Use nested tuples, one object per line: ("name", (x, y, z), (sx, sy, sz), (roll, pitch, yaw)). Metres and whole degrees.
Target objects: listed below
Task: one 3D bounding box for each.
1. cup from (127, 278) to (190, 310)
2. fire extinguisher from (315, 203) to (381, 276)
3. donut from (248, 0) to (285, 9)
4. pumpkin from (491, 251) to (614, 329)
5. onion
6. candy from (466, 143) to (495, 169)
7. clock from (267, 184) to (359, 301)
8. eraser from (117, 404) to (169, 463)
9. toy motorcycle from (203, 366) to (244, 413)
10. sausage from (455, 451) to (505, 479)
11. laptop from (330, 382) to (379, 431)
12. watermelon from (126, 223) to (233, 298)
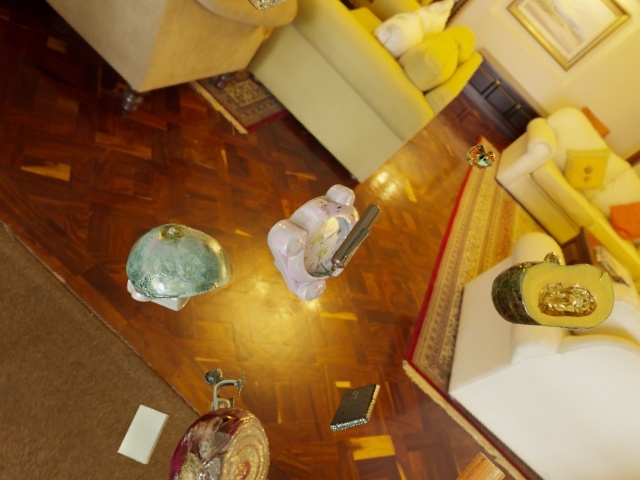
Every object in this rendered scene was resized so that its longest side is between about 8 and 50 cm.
("cup", (-0.605, 0.179, 1.664), (0.202, 0.167, 0.221), (24, 48, 3))
("fire extinguisher", (0.061, 0.002, 0.791), (0.173, 0.049, 0.035), (-54, 132, -23))
("donut", (-0.126, -0.563, 0.873), (0.126, 0.187, 0.144), (-38, 65, -12))
("pumpkin", (0.659, 0.137, 1.259), (0.316, 0.139, 0.222), (5, 81, -4))
("onion", (-0.314, 0.670, 1.327), (0.281, 0.260, 0.337), (10, 78, -59))
("candy", (0.300, -0.147, 0.809), (0.055, 0.049, 0.185), (14, 19, 10))
("clock", (0.000, 0.000, 1.398), (0.322, 0.296, 0.113), (-41, 46, -23))
("eraser", (-0.560, 0.611, 1.400), (0.103, 0.023, 0.150), (15, 66, 14))
("toy motorcycle", (-0.358, 0.602, 1.666), (0.157, 0.091, 0.263), (-2, 58, -14))
("sausage", (0.317, 0.597, 1.009), (0.071, 0.234, 0.071), (44, -7, 7))
("laptop", (0.127, 0.594, 1.592), (0.026, 0.153, 0.207), (61, 26, -8))
("watermelon", (-0.438, 0.057, 1.333), (0.321, 0.175, 0.188), (0, 21, -3))
